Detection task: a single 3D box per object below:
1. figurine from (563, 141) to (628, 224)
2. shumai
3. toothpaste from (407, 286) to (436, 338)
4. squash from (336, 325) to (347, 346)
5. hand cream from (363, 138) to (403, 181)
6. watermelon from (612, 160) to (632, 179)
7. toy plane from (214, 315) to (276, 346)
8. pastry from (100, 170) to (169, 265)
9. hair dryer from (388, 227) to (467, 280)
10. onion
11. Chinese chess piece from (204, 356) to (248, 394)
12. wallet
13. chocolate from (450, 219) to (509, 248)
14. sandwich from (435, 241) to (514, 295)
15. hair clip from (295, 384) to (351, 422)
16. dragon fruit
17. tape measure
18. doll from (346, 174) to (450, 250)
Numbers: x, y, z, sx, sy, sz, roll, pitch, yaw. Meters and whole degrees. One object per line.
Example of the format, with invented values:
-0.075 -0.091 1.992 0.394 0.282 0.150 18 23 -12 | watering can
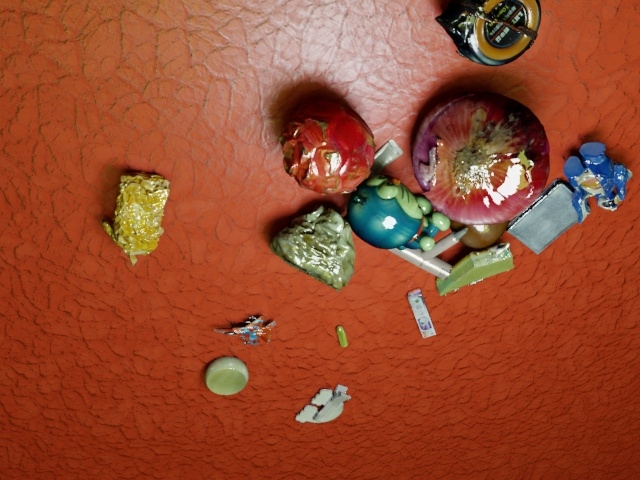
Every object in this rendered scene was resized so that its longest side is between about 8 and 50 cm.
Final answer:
0.775 -0.172 1.729 0.164 0.120 0.262 -24 133 13 | figurine
-0.001 0.002 1.712 0.256 0.189 0.218 29 96 -16 | shumai
0.329 0.237 1.990 0.047 0.040 0.196 -19 126 9 | toothpaste
0.070 0.312 2.007 0.028 0.027 0.083 -14 125 0 | squash
0.147 -0.203 1.660 0.165 0.037 0.057 -41 121 10 | hand cream
0.862 -0.201 1.761 0.061 0.085 0.085 -50 125 -17 | watermelon
-0.237 0.279 1.914 0.189 0.061 0.130 10 124 -11 | toy plane
-0.486 -0.060 1.603 0.154 0.102 0.249 6 122 -27 | pastry
0.318 0.010 1.737 0.195 0.053 0.220 27 145 -2 | hair dryer
0.414 -0.215 1.575 0.348 0.285 0.347 6 105 24 | onion
-0.310 0.446 2.021 0.144 0.058 0.144 -3 126 -5 | Chinese chess piece
0.684 -0.069 1.837 0.167 0.036 0.222 30 117 -27 | wallet
0.439 -0.065 1.724 0.177 0.176 0.176 -4 125 -6 | chocolate
0.449 0.080 1.824 0.245 0.063 0.212 -24 159 11 | sandwich
0.023 0.598 2.189 0.140 0.054 0.220 23 121 -28 | hair clip
0.018 -0.224 1.496 0.252 0.241 0.241 23 118 -24 | dragon fruit
0.398 -0.514 1.418 0.223 0.135 0.202 33 104 -30 | tape measure
0.195 -0.061 1.623 0.322 0.198 0.186 25 105 -39 | doll
